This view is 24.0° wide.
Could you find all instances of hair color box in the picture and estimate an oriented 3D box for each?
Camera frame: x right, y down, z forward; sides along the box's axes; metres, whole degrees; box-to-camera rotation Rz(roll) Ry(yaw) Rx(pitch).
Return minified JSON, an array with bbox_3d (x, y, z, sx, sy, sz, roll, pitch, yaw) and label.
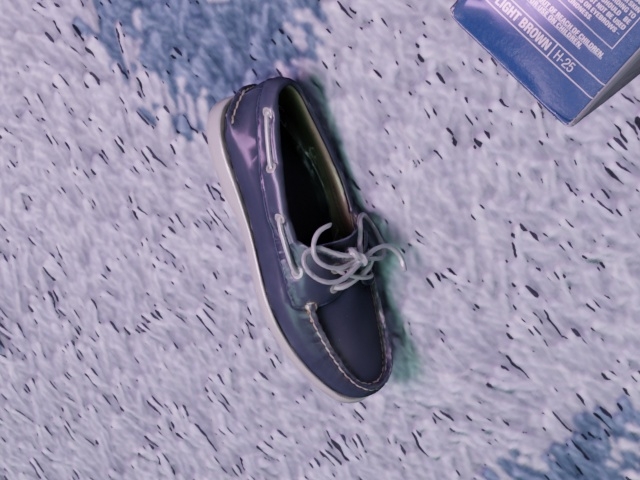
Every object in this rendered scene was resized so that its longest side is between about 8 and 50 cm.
[{"bbox_3d":[0.235,-0.233,0.830,0.105,0.174,0.347,45,126,7],"label":"hair color box"}]

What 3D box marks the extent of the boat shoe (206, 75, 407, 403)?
[{"bbox_3d":[0.000,0.000,1.127,0.079,0.095,0.255,-17,93,46],"label":"boat shoe"}]
